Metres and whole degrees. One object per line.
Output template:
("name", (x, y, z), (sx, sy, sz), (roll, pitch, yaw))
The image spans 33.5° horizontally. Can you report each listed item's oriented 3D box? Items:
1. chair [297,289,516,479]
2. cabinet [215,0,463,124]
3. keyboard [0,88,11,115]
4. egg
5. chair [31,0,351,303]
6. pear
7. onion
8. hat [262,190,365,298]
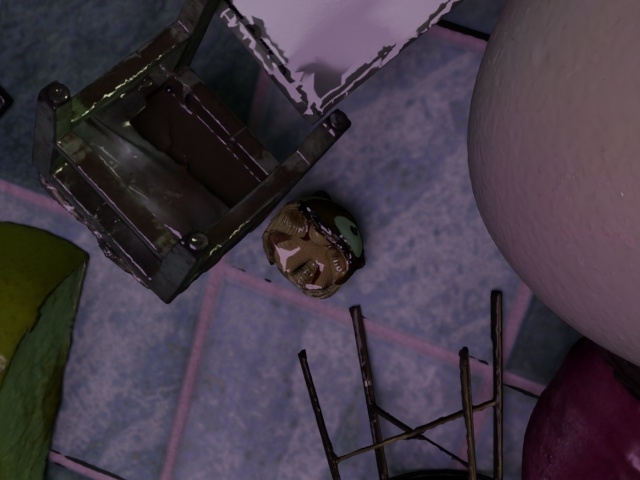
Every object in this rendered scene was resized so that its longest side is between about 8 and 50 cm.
("chair", (0.097, 0.216, 0.835), (0.170, 0.160, 0.325), (-5, 104, 21))
("cabinet", (0.040, -0.211, 0.717), (0.206, 0.150, 0.145), (-37, 97, 24))
("keyboard", (-0.357, -0.080, 0.960), (0.204, 0.013, 0.061), (-42, 91, 25))
("egg", (0.244, -0.073, 0.609), (0.340, 0.354, 0.354), (-8, 106, 46))
("chair", (-0.105, -0.046, 0.740), (0.136, 0.147, 0.270), (47, 158, -2))
("pear", (-0.361, 0.113, 0.967), (0.239, 0.139, 0.288), (23, 111, 19))
("onion", (0.260, 0.192, 0.738), (0.256, 0.272, 0.230), (40, 126, 42))
("hat", (0.000, 0.000, 0.849), (0.077, 0.059, 0.076), (44, 130, 6))
